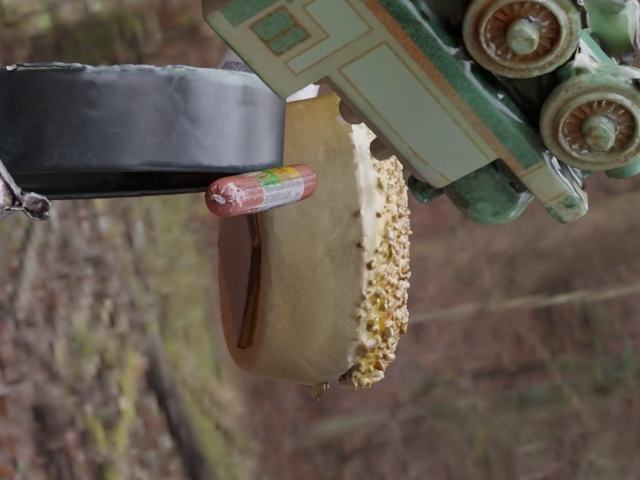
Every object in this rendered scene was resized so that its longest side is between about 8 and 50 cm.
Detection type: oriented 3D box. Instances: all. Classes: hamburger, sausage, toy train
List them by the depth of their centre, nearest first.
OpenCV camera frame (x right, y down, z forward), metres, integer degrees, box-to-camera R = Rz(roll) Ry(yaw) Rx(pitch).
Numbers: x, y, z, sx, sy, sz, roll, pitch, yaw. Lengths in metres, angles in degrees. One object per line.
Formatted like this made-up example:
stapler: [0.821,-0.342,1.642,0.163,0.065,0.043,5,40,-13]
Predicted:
toy train: [0.048,-0.080,0.725,0.194,0.125,0.081,46,30,-29]
sausage: [-0.040,-0.037,1.367,0.223,0.029,0.029,-18,97,-73]
hamburger: [0.000,0.000,1.796,0.302,0.170,0.302,-179,-90,-77]

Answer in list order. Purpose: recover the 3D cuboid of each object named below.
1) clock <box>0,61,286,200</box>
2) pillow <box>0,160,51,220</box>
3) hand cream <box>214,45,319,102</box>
clock: [-0.213,-0.077,1.467,0.386,0.386,0.077,146,-58,-86]
pillow: [-0.265,-0.016,0.977,0.059,0.255,0.169,-21,-75,47]
hand cream: [-0.053,-0.198,2.024,0.089,0.139,0.314,102,3,-56]
